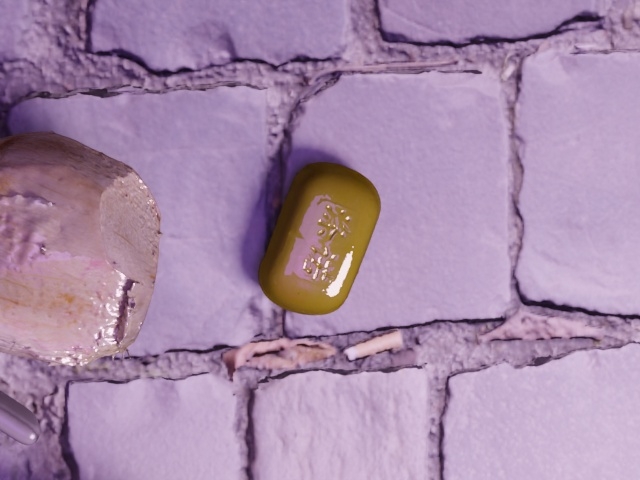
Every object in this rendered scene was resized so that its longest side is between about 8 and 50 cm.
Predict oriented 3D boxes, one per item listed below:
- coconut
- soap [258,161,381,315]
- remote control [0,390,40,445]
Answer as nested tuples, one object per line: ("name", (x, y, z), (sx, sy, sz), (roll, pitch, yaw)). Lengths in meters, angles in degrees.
("coconut", (-0.225, 0.004, 0.913), (0.194, 0.194, 0.194), (-3, 100, -15))
("soap", (0.000, 0.000, 1.045), (0.089, 0.045, 0.140), (20, 93, -14))
("remote control", (-0.343, 0.092, 0.952), (0.261, 0.067, 0.029), (38, 84, -18))
